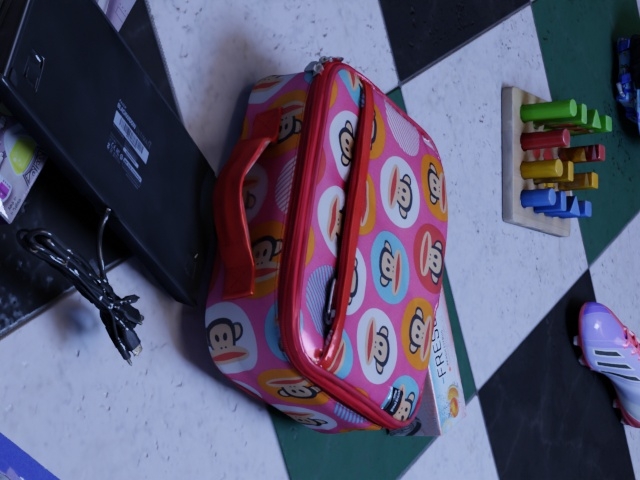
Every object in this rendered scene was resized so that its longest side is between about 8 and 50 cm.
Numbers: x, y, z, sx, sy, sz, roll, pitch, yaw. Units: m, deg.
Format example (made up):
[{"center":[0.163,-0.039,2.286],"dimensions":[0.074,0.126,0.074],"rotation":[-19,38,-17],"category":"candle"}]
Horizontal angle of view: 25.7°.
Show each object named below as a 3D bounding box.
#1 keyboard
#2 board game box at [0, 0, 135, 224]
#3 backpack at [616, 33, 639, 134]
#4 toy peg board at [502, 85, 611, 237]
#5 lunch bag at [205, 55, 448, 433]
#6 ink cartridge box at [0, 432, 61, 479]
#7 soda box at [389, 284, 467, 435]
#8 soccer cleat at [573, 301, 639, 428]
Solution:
[{"center":[-0.154,-0.040,0.993],"dimensions":[0.317,0.033,0.201],"rotation":[57,38,-54],"category":"keyboard"},{"center":[-0.215,-0.205,0.968],"dimensions":[0.208,0.056,0.346],"rotation":[49,48,-36],"category":"board game box"},{"center":[0.480,-0.192,1.935],"dimensions":[0.158,0.117,0.173],"rotation":[10,78,-56],"category":"backpack"},{"center":[0.287,-0.094,1.672],"dimensions":[0.161,0.079,0.160],"rotation":[11,77,-55],"category":"toy peg board"},{"center":[0.000,0.000,1.200],"dimensions":[0.258,0.120,0.293],"rotation":[38,52,-47],"category":"lunch bag"},{"center":[-0.212,0.228,0.873],"dimensions":[0.223,0.045,0.224],"rotation":[44,49,-24],"category":"ink cartridge box"},{"center":[0.089,0.097,1.369],"dimensions":[0.058,0.063,0.183],"rotation":[-25,106,-54],"category":"soda box"},{"center":[0.402,0.160,1.799],"dimensions":[0.248,0.095,0.083],"rotation":[55,44,-37],"category":"soccer cleat"}]
